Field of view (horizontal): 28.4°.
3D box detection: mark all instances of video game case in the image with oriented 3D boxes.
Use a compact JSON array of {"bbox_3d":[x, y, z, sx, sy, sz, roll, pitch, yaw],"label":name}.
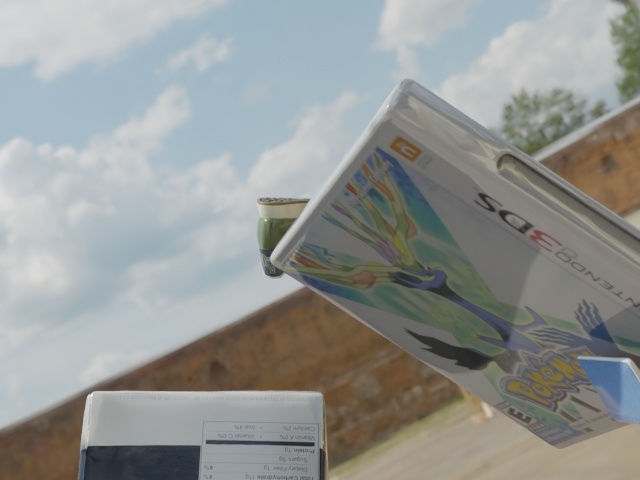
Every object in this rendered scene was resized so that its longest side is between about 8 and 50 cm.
[{"bbox_3d":[0.128,0.039,0.927,0.036,0.300,0.329,-58,3,-23],"label":"video game case"}]

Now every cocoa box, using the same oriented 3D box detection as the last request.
[{"bbox_3d":[-0.105,0.322,1.261,0.232,0.227,0.347,0,-31,0],"label":"cocoa box"}]

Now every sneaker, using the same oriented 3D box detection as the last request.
[{"bbox_3d":[0.000,0.000,1.309,0.064,0.086,0.192,5,4,37],"label":"sneaker"}]

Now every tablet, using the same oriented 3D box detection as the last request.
[{"bbox_3d":[0.202,0.100,0.845,0.006,0.054,0.083,-32,3,-12],"label":"tablet"}]
